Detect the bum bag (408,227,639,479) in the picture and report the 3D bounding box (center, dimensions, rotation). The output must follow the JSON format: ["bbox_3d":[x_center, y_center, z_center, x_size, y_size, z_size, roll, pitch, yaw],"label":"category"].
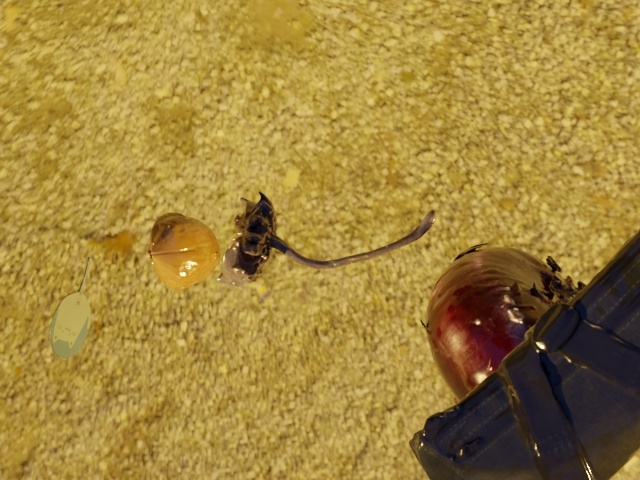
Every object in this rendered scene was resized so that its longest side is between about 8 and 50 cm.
[{"bbox_3d":[0.136,0.067,0.449,0.087,0.049,0.197,46,101,6],"label":"bum bag"}]

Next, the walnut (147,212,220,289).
[{"bbox_3d":[-0.150,0.010,1.064,0.052,0.121,0.091,-8,89,18],"label":"walnut"}]

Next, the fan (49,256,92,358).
[{"bbox_3d":[-0.409,0.111,1.530,0.005,0.113,0.175,9,77,18],"label":"fan"}]

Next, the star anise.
[{"bbox_3d":[0.000,0.000,1.154,0.227,0.148,0.218,22,126,-6],"label":"star anise"}]

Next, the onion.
[{"bbox_3d":[0.253,0.149,1.147,0.314,0.314,0.232,39,116,-19],"label":"onion"}]
